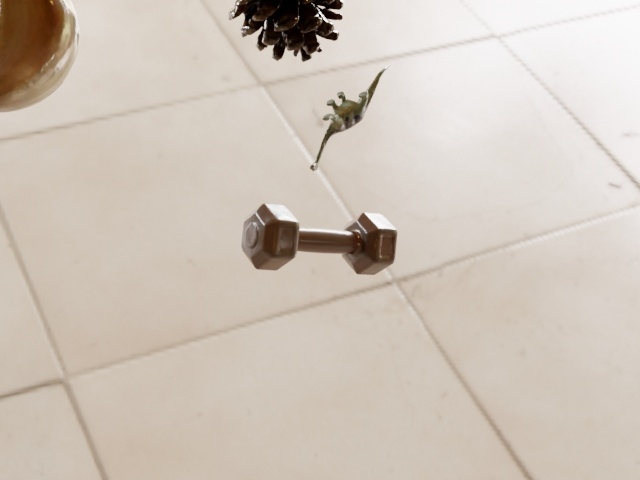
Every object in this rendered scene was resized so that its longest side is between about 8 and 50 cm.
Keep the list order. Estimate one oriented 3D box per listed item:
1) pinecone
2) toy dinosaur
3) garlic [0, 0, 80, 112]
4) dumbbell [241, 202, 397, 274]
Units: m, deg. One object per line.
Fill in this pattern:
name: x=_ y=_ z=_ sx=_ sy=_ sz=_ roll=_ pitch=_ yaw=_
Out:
pinecone: x=-0.049 y=-0.373 z=1.653 sx=0.208 sy=0.207 sz=0.207 roll=4 pitch=45 yaw=-4
toy dinosaur: x=0.035 y=-0.167 z=1.350 sx=0.037 sy=0.058 sz=0.180 roll=38 pitch=77 yaw=28
garlic: x=-0.352 y=-0.229 z=1.299 sx=0.115 sy=0.128 sz=0.206 roll=4 pitch=66 yaw=26
dumbbell: x=0.000 y=0.000 z=1.491 sx=0.231 sy=0.092 sz=0.082 roll=3 pitch=2 yaw=-36
